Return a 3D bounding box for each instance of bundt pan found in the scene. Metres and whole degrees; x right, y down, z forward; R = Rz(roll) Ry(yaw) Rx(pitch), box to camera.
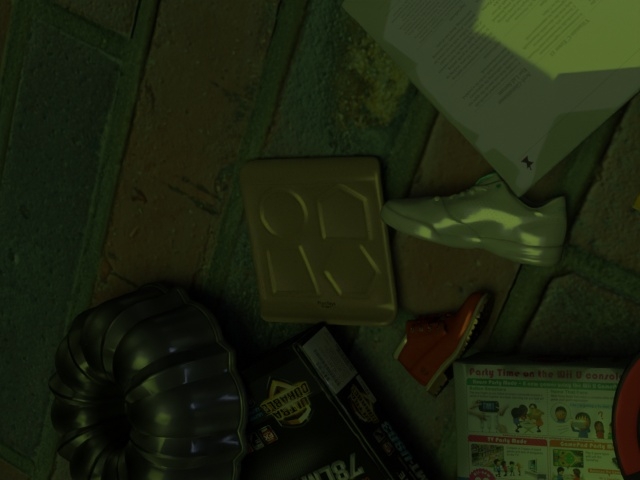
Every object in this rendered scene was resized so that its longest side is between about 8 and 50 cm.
[{"bbox_3d":[-0.246,0.224,1.524,0.331,0.124,0.331,8,101,44],"label":"bundt pan"}]

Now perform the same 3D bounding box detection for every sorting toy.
[{"bbox_3d":[0.000,0.000,1.433,0.193,0.038,0.208,0,104,27],"label":"sorting toy"}]

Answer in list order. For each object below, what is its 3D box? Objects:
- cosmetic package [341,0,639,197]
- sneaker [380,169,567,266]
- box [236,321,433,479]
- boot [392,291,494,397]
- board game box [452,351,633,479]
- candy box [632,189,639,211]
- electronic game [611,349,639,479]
[{"bbox_3d":[0.245,-0.270,1.164,0.284,0.097,0.377,49,123,5],"label":"cosmetic package"},{"bbox_3d":[0.175,-0.037,1.311,0.212,0.080,0.094,12,102,16],"label":"sneaker"},{"bbox_3d":[-0.022,0.287,1.508,0.295,0.073,0.293,-32,92,41],"label":"box"},{"bbox_3d":[0.144,0.109,1.384,0.084,0.059,0.158,40,123,15],"label":"boot"},{"bbox_3d":[0.271,0.285,1.312,0.224,0.097,0.303,-1,92,28],"label":"board game box"},{"bbox_3d":[0.373,-0.128,1.146,0.027,0.105,0.206,28,119,15],"label":"candy box"},{"bbox_3d":[0.380,0.193,1.112,0.229,0.048,0.229,7,99,47],"label":"electronic game"}]
